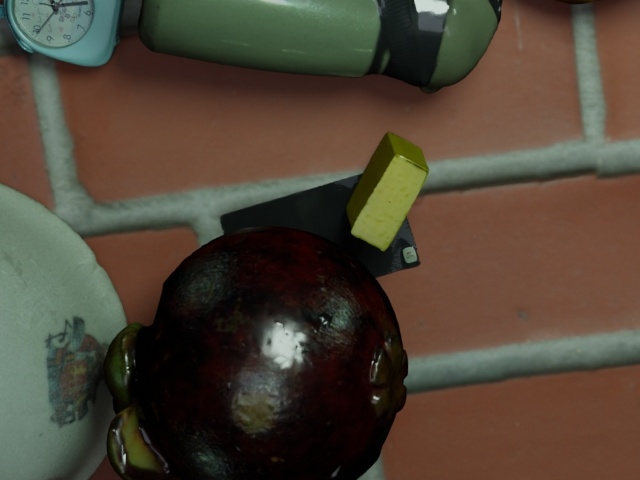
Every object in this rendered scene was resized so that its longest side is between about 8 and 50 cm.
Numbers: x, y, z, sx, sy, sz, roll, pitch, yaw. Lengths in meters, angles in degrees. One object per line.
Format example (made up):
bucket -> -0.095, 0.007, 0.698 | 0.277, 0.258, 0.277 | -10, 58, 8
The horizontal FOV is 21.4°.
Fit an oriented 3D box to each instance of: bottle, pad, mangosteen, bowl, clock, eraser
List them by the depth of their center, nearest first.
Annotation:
bottle -> 0.002, -0.240, 1.665 | 0.347, 0.168, 0.168 | 9, 104, -6
mangosteen -> -0.062, 0.132, 1.700 | 0.311, 0.311, 0.311 | 0, 104, 1
eraser -> 0.067, -0.051, 1.726 | 0.045, 0.122, 0.097 | 28, 102, -7
clock -> -0.275, -0.241, 1.728 | 0.147, 0.045, 0.108 | 12, 103, -1
bowl -> -0.421, 0.153, 1.754 | 0.435, 0.196, 0.434 | 0, 104, 0
pad -> 0.000, 0.000, 1.805 | 0.193, 0.004, 0.116 | -16, 103, 6

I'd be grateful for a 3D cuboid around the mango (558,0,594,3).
mango -> 0.250, -0.333, 1.646 | 0.236, 0.136, 0.166 | -21, 127, 22
